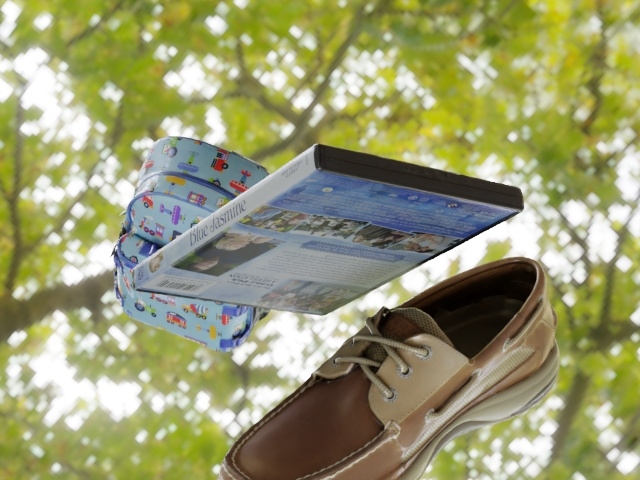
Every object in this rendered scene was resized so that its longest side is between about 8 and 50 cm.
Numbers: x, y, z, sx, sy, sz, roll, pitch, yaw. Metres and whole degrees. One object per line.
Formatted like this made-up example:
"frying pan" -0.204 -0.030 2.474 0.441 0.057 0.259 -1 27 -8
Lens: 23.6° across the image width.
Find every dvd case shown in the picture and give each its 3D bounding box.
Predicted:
"dvd case" 0.000 0.000 1.115 0.180 0.253 0.022 9 -115 -34

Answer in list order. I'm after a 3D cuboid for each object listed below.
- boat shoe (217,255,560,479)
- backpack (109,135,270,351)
"boat shoe" 0.053 0.101 1.134 0.123 0.116 0.324 29 -137 36
"backpack" -0.108 -0.004 1.381 0.158 0.173 0.117 23 -128 8
